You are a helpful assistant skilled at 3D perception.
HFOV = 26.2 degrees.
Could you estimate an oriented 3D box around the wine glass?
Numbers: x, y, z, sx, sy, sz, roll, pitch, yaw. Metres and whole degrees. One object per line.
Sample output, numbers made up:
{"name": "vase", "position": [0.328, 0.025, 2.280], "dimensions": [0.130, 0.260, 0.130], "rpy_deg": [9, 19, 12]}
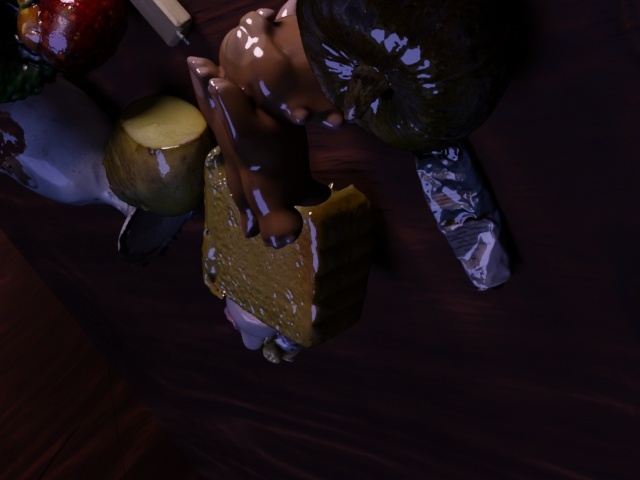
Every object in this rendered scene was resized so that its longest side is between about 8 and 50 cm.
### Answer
{"name": "wine glass", "position": [-0.379, -0.123, 2.231], "dimensions": [0.357, 0.190, 0.190], "rpy_deg": [35, 157, 17]}

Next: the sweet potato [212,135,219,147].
{"name": "sweet potato", "position": [-0.119, -0.126, 1.920], "dimensions": [0.115, 0.026, 0.026], "rpy_deg": [28, 153, 42]}

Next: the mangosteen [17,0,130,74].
{"name": "mangosteen", "position": [-0.346, -0.304, 1.836], "dimensions": [0.181, 0.156, 0.146], "rpy_deg": [12, 143, 4]}

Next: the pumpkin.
{"name": "pumpkin", "position": [0.068, -0.173, 1.266], "dimensions": [0.219, 0.162, 0.219], "rpy_deg": [36, 158, 17]}

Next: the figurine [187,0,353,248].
{"name": "figurine", "position": [-0.031, -0.136, 1.513], "dimensions": [0.247, 0.173, 0.177], "rpy_deg": [70, 166, -12]}

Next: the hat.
{"name": "hat", "position": [-0.514, -0.367, 1.999], "dimensions": [0.332, 0.242, 0.274], "rpy_deg": [46, 147, 43]}

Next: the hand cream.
{"name": "hand cream", "position": [0.155, -0.047, 1.502], "dimensions": [0.075, 0.052, 0.248], "rpy_deg": [-3, 124, 36]}

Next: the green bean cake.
{"name": "green bean cake", "position": [-0.041, -0.007, 1.798], "dimensions": [0.236, 0.124, 0.233], "rpy_deg": [31, 132, 36]}

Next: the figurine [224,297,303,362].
{"name": "figurine", "position": [-0.083, 0.114, 2.167], "dimensions": [0.155, 0.127, 0.235], "rpy_deg": [36, 164, 3]}

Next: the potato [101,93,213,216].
{"name": "potato", "position": [-0.221, -0.121, 1.955], "dimensions": [0.176, 0.141, 0.298], "rpy_deg": [65, 157, -9]}

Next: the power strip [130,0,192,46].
{"name": "power strip", "position": [-0.221, -0.316, 1.769], "dimensions": [0.169, 0.028, 0.076], "rpy_deg": [49, 160, 0]}
